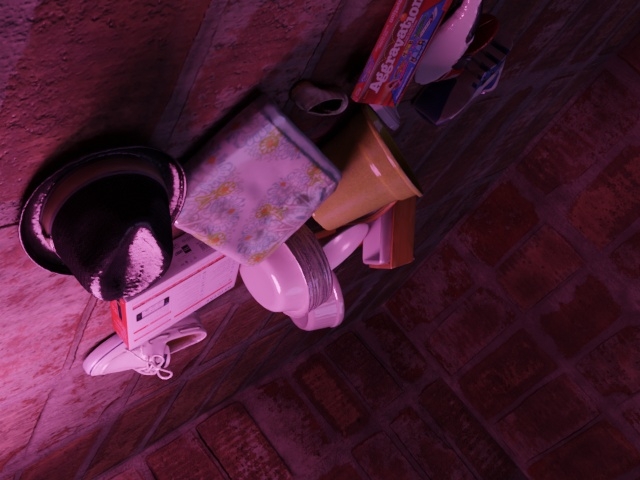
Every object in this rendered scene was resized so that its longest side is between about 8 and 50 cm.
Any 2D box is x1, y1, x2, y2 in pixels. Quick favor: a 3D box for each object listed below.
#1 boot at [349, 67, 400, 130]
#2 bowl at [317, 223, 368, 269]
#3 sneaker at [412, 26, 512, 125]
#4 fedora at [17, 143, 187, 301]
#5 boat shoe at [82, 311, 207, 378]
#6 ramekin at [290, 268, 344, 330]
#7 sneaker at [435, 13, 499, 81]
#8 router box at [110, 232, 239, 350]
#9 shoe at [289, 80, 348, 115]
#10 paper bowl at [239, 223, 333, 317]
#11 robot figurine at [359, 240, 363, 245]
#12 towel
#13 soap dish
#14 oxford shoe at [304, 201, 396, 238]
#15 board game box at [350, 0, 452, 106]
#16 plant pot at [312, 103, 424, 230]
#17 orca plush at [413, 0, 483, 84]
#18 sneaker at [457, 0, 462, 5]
[{"bbox_3d":[0.168,-0.354,1.596,0.123,0.095,0.258,-43,159,9],"label":"boot"},{"bbox_3d":[0.000,0.000,2.118,0.298,0.134,0.298,-36,163,-13],"label":"bowl"},{"bbox_3d":[0.423,-0.441,1.906,0.315,0.127,0.182,-45,162,10],"label":"sneaker"},{"bbox_3d":[-0.348,-0.005,1.165,0.334,0.152,0.334,-26,154,-14],"label":"fedora"},{"bbox_3d":[-0.461,0.311,1.854,0.367,0.156,0.136,-23,156,-49],"label":"boat shoe"},{"bbox_3d":[-0.039,0.187,2.331,0.127,0.273,0.273,-18,156,-24],"label":"ramekin"},{"bbox_3d":[0.370,-0.499,1.748,0.221,0.087,0.128,-34,177,24],"label":"sneaker"},{"bbox_3d":[-0.355,0.104,1.669,0.335,0.082,0.301,-32,162,-28],"label":"router box"},{"bbox_3d":[0.007,-0.296,1.461,0.076,0.058,0.219,-47,163,23],"label":"shoe"},{"bbox_3d":[-0.110,0.075,1.786,0.148,0.284,0.284,-30,162,-31],"label":"paper bowl"},{"bbox_3d":[0.149,-0.066,2.305,0.219,0.128,0.158,-30,176,-36],"label":"robot figurine"},{"bbox_3d":[-0.139,-0.109,1.438,0.320,0.090,0.374,-43,148,4],"label":"towel"},{"bbox_3d":[0.219,-0.055,2.132,0.118,0.290,0.229,4,178,-12],"label":"soap dish"},{"bbox_3d":[0.071,-0.117,1.847,0.364,0.130,0.133,-27,141,18],"label":"oxford shoe"},{"bbox_3d":[0.177,-0.418,1.432,0.145,0.027,0.281,-5,131,-45],"label":"board game box"},{"bbox_3d":[0.080,-0.162,1.689,0.254,0.276,0.276,-33,166,13],"label":"plant pot"},{"bbox_3d":[0.295,-0.504,1.581,0.151,0.102,0.287,7,141,-3],"label":"orca plush"},{"bbox_3d":[0.351,-0.563,1.572,0.031,0.035,0.083,-27,160,-37],"label":"sneaker"}]
